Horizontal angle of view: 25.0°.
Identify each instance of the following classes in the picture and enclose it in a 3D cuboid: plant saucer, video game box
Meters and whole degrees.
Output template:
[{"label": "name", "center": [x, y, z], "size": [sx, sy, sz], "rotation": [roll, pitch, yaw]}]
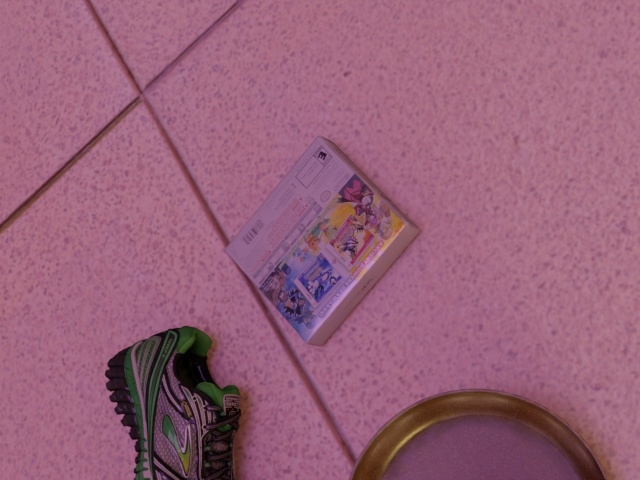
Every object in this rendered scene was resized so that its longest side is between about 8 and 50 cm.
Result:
[{"label": "plant saucer", "center": [0.180, 0.323, 1.640], "size": [0.310, 0.050, 0.310], "rotation": [-1, 85, 11]}, {"label": "video game box", "center": [0.000, 0.000, 1.861], "size": [0.205, 0.048, 0.187], "rotation": [-50, 58, 13]}]

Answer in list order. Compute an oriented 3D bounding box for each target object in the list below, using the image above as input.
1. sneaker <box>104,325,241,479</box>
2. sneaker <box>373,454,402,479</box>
[{"label": "sneaker", "center": [-0.163, 0.263, 1.851], "size": [0.146, 0.134, 0.343], "rotation": [-33, 64, 20]}, {"label": "sneaker", "center": [0.075, 0.344, 1.736], "size": [0.240, 0.091, 0.126], "rotation": [-45, 89, 6]}]
